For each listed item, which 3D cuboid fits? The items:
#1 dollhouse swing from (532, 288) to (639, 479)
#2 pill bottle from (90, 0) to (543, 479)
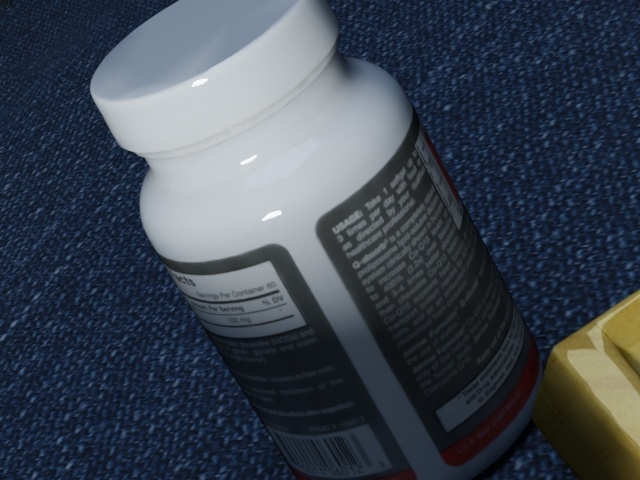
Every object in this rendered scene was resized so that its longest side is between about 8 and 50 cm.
[{"bbox_3d":[0.359,0.109,1.004,0.346,0.305,0.315,-33,-16,-6],"label":"dollhouse swing"},{"bbox_3d":[0.000,0.000,1.224,0.210,0.363,0.210,-23,26,12],"label":"pill bottle"}]
